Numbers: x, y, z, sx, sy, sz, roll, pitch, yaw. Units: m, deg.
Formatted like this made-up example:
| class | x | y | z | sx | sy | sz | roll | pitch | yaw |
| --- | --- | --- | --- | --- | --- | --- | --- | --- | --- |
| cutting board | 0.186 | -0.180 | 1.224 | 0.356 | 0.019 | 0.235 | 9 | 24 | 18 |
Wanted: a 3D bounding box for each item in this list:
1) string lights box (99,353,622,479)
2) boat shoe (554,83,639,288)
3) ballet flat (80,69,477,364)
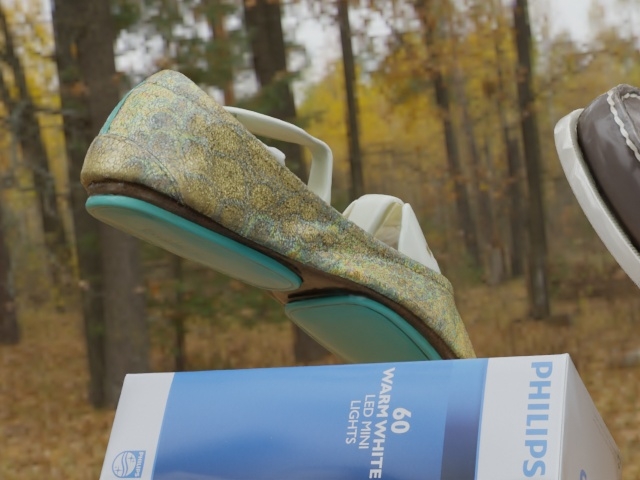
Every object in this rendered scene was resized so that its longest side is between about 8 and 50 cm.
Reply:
| class | x | y | z | sx | sy | sz | roll | pitch | yaw |
| --- | --- | --- | --- | --- | --- | --- | --- | --- | --- |
| string lights box | 0.025 | 0.131 | 0.769 | 0.260 | 0.076 | 0.133 | -5 | -33 | 23 |
| boat shoe | 0.258 | 0.030 | 0.727 | 0.117 | 0.324 | 0.096 | -20 | -24 | -46 |
| ballet flat | 0.000 | 0.000 | 0.917 | 0.348 | 0.123 | 0.123 | 32 | -24 | -33 |
